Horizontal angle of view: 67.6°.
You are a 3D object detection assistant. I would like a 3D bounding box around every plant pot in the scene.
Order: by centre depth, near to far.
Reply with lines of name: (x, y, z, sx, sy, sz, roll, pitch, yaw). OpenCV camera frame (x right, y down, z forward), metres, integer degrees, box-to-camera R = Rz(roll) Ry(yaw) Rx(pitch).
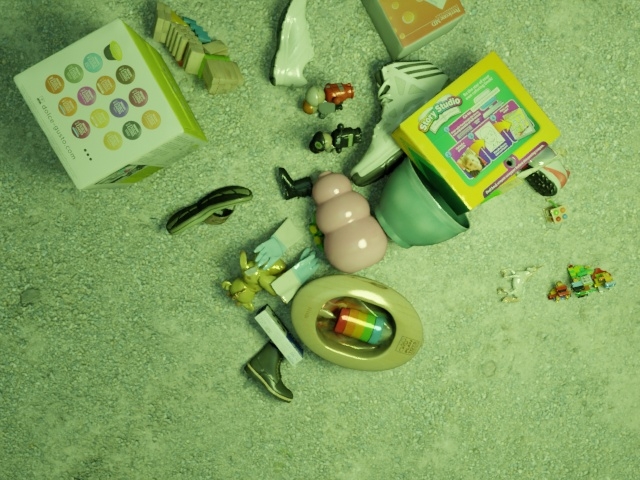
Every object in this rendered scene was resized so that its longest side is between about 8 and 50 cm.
plant pot: (0.295, -0.096, 1.493, 0.196, 0.293, 0.293, -40, 95, 24)

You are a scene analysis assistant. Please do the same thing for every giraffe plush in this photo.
giraffe plush: (-0.220, 0.140, 1.564, 0.170, 0.210, 0.181, -46, 65, 28)

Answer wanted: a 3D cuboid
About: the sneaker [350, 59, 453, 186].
sneaker: (0.217, -0.390, 1.528, 0.447, 0.169, 0.257, -42, 83, 1)

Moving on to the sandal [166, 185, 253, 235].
sandal: (-0.357, -0.091, 1.570, 0.303, 0.120, 0.086, -26, 123, 4)

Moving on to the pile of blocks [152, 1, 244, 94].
pile of blocks: (-0.395, -0.590, 1.521, 0.362, 0.149, 0.112, 48, 137, 4)

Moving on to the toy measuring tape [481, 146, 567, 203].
toy measuring tape: (0.595, -0.229, 1.515, 0.330, 0.121, 0.121, -32, 96, 32)

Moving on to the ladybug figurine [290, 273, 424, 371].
ladybug figurine: (0.122, 0.260, 1.566, 0.450, 0.162, 0.304, 22, 100, -5)

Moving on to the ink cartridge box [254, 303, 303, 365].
ink cartridge box: (-0.137, 0.315, 1.608, 0.046, 0.097, 0.207, -37, 95, 3)

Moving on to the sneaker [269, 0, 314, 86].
sneaker: (-0.079, -0.630, 1.519, 0.130, 0.111, 0.296, 9, 100, -17)

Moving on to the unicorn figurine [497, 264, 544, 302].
unicorn figurine: (0.667, 0.136, 1.620, 0.111, 0.060, 0.161, 8, 112, -2)

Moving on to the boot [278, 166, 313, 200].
boot: (-0.079, -0.193, 1.581, 0.099, 0.045, 0.121, -13, 103, 3)

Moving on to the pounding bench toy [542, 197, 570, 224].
pounding bench toy: (0.778, -0.102, 1.585, 0.052, 0.065, 0.083, -21, 95, 2)

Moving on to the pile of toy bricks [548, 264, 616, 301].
pile of toy bricks: (0.867, 0.128, 1.602, 0.213, 0.118, 0.105, -16, 64, 10)

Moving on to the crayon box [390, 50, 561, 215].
crayon box: (0.445, -0.307, 1.381, 0.363, 0.106, 0.313, -39, 89, -8)

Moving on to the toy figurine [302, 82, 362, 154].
toy figurine: (0.023, -0.369, 1.479, 0.148, 0.209, 0.212, -12, 97, -11)

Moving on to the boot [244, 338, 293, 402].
boot: (-0.143, 0.448, 1.638, 0.198, 0.077, 0.137, 39, 89, -5)

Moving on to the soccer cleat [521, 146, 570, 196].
soccer cleat: (0.681, -0.291, 1.558, 0.116, 0.108, 0.318, -42, 91, -20)

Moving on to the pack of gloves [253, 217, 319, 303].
pack of gloves: (-0.095, 0.054, 1.533, 0.046, 0.232, 0.195, -26, 105, 45)

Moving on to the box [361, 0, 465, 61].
box: (0.250, -0.766, 1.459, 0.215, 0.168, 0.345, -30, 96, 3)

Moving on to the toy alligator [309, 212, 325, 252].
toy alligator: (0.000, 0.000, 1.601, 0.051, 0.056, 0.189, -14, 100, 43)

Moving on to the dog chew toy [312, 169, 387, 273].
dog chew toy: (0.077, -0.065, 1.526, 0.207, 0.206, 0.331, -25, 88, 2)

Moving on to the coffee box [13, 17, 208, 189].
coffee box: (-0.581, -0.373, 1.411, 0.335, 0.338, 0.337, -28, 96, 2)
